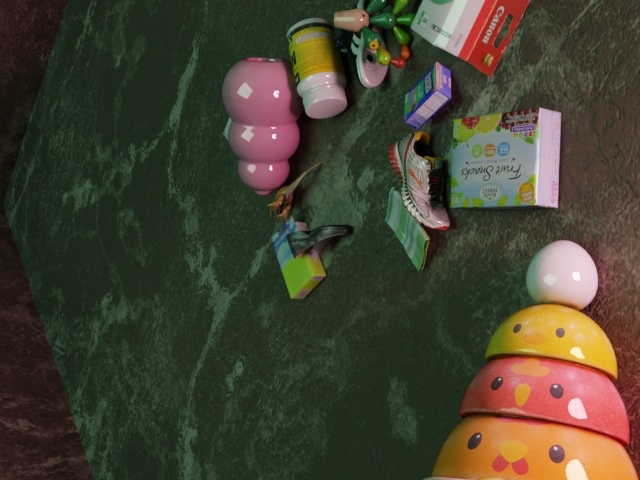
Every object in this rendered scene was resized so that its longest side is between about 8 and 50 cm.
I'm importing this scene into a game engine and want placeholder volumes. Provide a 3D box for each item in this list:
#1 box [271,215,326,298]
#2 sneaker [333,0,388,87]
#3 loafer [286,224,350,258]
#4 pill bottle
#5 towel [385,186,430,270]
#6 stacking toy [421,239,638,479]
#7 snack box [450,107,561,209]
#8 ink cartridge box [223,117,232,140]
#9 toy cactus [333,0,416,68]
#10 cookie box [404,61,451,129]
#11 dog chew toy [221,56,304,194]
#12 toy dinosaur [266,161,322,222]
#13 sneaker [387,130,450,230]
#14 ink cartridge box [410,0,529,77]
[{"bbox_3d":[-0.056,0.041,2.104,0.109,0.042,0.178,-47,52,38],"label":"box"},{"bbox_3d":[0.086,-0.423,1.937,0.121,0.079,0.217,-24,61,52],"label":"sneaker"},{"bbox_3d":[0.000,0.000,2.010,0.170,0.062,0.061,-13,84,36],"label":"loafer"},{"bbox_3d":[-0.005,-0.399,2.008,0.119,0.119,0.209,-32,63,47],"label":"pill bottle"},{"bbox_3d":[0.178,-0.024,1.784,0.113,0.023,0.152,90,157,-52],"label":"towel"},{"bbox_3d":[0.361,0.227,1.401,0.350,0.350,0.480,-14,60,51],"label":"stacking toy"},{"bbox_3d":[0.338,-0.144,1.589,0.207,0.070,0.175,2,89,53],"label":"snack box"},{"bbox_3d":[-0.177,-0.336,2.270,0.109,0.062,0.209,54,127,40],"label":"ink cartridge box"},{"bbox_3d":[0.117,-0.469,1.833,0.180,0.112,0.219,4,80,14],"label":"toy cactus"},{"bbox_3d":[0.217,-0.293,1.752,0.107,0.040,0.092,-44,27,40],"label":"cookie box"},{"bbox_3d":[-0.140,-0.276,2.117,0.206,0.206,0.332,25,119,50],"label":"dog chew toy"},{"bbox_3d":[-0.084,-0.113,2.111,0.211,0.064,0.112,-43,22,47],"label":"toy dinosaur"},{"bbox_3d":[0.210,-0.122,1.740,0.092,0.088,0.225,-36,63,36],"label":"sneaker"},{"bbox_3d":[0.289,-0.449,1.690,0.225,0.056,0.181,51,126,43],"label":"ink cartridge box"}]
